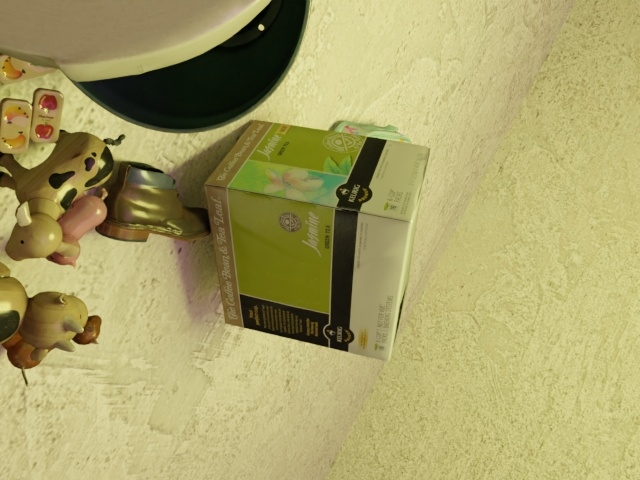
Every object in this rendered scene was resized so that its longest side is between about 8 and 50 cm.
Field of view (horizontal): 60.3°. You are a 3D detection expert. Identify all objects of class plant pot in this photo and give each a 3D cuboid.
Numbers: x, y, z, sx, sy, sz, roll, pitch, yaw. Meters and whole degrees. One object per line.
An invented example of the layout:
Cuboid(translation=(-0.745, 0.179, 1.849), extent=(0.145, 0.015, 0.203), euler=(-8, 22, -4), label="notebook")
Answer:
Cuboid(translation=(-0.139, -0.286, 0.607), extent=(0.196, 0.293, 0.293), euler=(-72, 174, -62), label="plant pot")

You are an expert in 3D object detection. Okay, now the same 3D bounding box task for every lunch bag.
Cuboid(translation=(0.107, -0.168, 1.297), extent=(0.279, 0.108, 0.223), euler=(-12, 119, -60), label="lunch bag")

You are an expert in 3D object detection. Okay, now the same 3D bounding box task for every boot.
Cuboid(translation=(-0.225, -0.059, 0.830), extent=(0.219, 0.082, 0.106), euler=(-9, 122, -59), label="boot")

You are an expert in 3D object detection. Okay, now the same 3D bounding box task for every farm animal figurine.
Cuboid(translation=(-0.347, 0.048, 0.608), extent=(0.327, 0.172, 0.330), euler=(-22, 132, -53), label="farm animal figurine")

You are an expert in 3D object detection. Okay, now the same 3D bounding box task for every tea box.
Cuboid(translation=(0.000, 0.000, 0.968), extent=(0.220, 0.324, 0.328), euler=(-68, 165, -47), label="tea box")

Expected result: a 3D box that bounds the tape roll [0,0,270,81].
Cuboid(translation=(-0.179, -0.320, 0.397), extent=(0.391, 0.392, 0.072), euler=(-64, -165, 1), label="tape roll")

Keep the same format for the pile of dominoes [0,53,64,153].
Cuboid(translation=(-0.358, -0.134, 0.493), extent=(0.251, 0.040, 0.195), euler=(-28, 136, -28), label="pile of dominoes")
